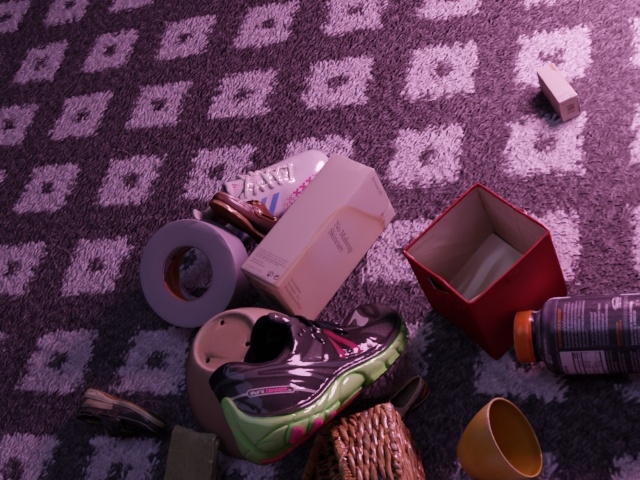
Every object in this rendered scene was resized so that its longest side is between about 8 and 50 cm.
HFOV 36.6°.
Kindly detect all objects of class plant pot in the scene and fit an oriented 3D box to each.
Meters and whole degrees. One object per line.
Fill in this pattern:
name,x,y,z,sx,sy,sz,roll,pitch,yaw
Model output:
plant pot,-0.135,0.233,1.774,0.284,0.191,0.284,-13,50,16
plant pot,0.275,0.333,1.549,0.095,0.134,0.134,-36,41,31

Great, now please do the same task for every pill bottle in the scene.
pill bottle,0.445,0.154,1.591,0.245,0.130,0.130,-4,53,23

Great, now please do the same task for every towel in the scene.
towel,-0.232,0.413,1.747,0.110,0.027,0.148,7,91,29

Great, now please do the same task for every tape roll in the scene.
tape roll,-0.254,0.066,1.968,0.219,0.072,0.219,0,90,21

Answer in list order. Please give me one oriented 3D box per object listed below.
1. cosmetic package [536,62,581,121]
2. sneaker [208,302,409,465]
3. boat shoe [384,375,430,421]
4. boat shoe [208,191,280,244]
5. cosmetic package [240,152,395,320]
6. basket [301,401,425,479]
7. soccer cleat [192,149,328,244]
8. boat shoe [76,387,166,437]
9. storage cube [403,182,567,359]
cosmetic package,0.487,-0.304,1.983,0.041,0.060,0.115,-25,49,5
sneaker,-0.007,0.185,1.617,0.185,0.483,0.202,-42,82,30
boat shoe,0.135,0.292,1.695,0.137,0.043,0.049,-42,50,-8
boat shoe,-0.137,-0.046,1.993,0.073,0.207,0.073,3,61,54
cosmetic package,0.000,0.000,1.915,0.113,0.160,0.309,26,70,37
basket,0.056,0.429,1.508,0.223,0.213,0.299,-20,48,10
soccer cleat,-0.126,-0.101,2.065,0.331,0.143,0.116,-39,47,-7
boat shoe,-0.392,0.349,1.889,0.223,0.080,0.073,11,65,38
storage cube,0.295,0.055,1.702,0.215,0.193,0.183,-41,48,-10
